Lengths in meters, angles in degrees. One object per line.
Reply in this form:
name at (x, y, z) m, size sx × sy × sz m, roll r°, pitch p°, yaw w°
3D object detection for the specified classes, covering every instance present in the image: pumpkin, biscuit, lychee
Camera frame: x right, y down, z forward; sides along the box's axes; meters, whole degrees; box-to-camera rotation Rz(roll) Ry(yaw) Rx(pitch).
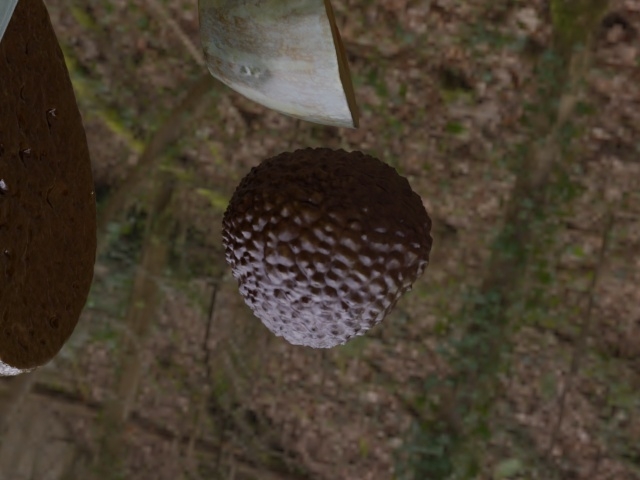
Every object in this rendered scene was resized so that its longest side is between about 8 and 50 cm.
pumpkin at (-0.038, -0.180, 0.973) m, size 0.110 × 0.217 × 0.217 m, roll -10°, pitch 171°, yaw 10°
biscuit at (-0.293, -0.065, 1.090) m, size 0.070 × 0.394 × 0.350 m, roll -2°, pitch -154°, yaw 14°
lychee at (0.001, 0.004, 1.184) m, size 0.194 × 0.194 × 0.194 m, roll 10°, pitch 174°, yaw 1°

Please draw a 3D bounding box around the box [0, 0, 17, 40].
box at (-0.268, -0.159, 0.797) m, size 0.175 × 0.312 × 0.182 m, roll 24°, pitch -174°, yaw -12°
